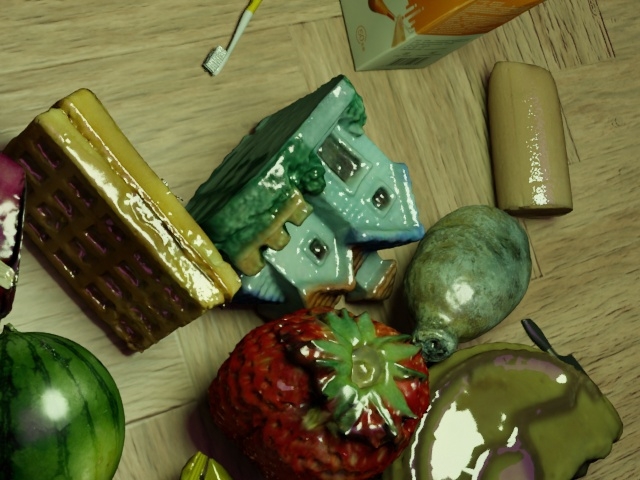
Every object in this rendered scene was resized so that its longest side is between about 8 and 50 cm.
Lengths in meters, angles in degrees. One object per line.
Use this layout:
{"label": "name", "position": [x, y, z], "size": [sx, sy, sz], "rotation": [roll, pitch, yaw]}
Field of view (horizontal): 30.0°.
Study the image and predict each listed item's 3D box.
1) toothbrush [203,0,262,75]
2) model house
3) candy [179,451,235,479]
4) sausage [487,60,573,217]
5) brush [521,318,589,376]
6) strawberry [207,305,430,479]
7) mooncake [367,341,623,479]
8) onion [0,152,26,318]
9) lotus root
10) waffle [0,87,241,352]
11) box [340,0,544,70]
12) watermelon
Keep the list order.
{"label": "toothbrush", "position": [-0.101, -0.361, 1.811], "size": [0.024, 0.021, 0.288], "rotation": [43, 61, -26]}
{"label": "model house", "position": [0.000, 0.000, 1.668], "size": [0.329, 0.251, 0.295], "rotation": [48, 60, -19]}
{"label": "candy", "position": [-0.092, 0.412, 1.606], "size": [0.297, 0.081, 0.187], "rotation": [32, 64, -33]}
{"label": "sausage", "position": [0.341, -0.165, 1.963], "size": [0.123, 0.123, 0.253], "rotation": [2, 78, -30]}
{"label": "brush", "position": [0.392, 0.201, 1.970], "size": [0.063, 0.016, 0.193], "rotation": [-43, 101, -31]}
{"label": "strawberry", "position": [-0.007, 0.217, 1.581], "size": [0.238, 0.288, 0.250], "rotation": [-25, 72, -43]}
{"label": "mooncake", "position": [0.244, 0.349, 1.725], "size": [0.393, 0.246, 0.394], "rotation": [4, 73, -23]}
{"label": "onion", "position": [-0.469, 0.007, 1.392], "size": [0.230, 0.272, 0.256], "rotation": [6, 55, -16]}
{"label": "lotus root", "position": [0.216, 0.053, 1.761], "size": [0.175, 0.175, 0.349], "rotation": [55, 32, -8]}
{"label": "waffle", "position": [-0.267, -0.016, 1.517], "size": [0.328, 0.224, 0.098], "rotation": [52, 51, -10]}
{"label": "box", "position": [0.173, -0.411, 1.794], "size": [0.143, 0.341, 0.225], "rotation": [-8, 83, -32]}
{"label": "watermelon", "position": [-0.348, 0.224, 1.405], "size": [0.242, 0.242, 0.242], "rotation": [7, 75, -29]}
